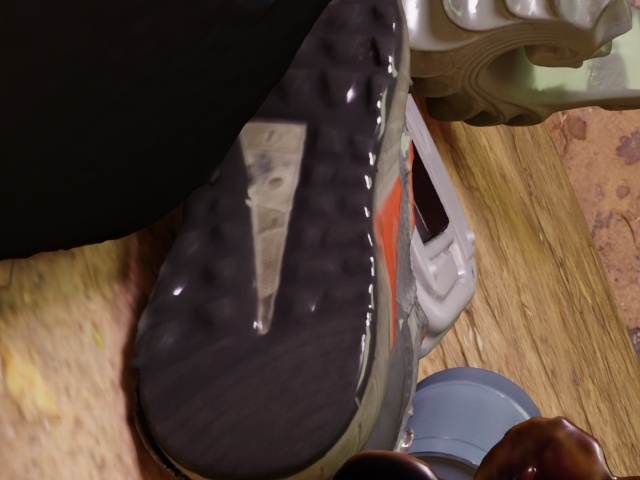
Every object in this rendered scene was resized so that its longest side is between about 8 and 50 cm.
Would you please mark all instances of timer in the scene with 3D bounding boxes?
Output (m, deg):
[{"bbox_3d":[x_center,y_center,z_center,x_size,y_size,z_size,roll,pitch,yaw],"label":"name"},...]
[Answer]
[{"bbox_3d":[0.018,-0.049,0.854,0.262,0.087,0.237,64,16,-1],"label":"timer"}]

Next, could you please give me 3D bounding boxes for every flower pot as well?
[{"bbox_3d":[0.209,-0.218,1.380,0.367,0.254,0.164,36,51,-64],"label":"flower pot"}]

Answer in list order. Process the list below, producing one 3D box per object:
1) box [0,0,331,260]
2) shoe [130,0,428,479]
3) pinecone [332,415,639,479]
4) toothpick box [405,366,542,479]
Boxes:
[{"bbox_3d":[-0.043,-0.142,0.380,0.091,0.359,0.350,34,12,10],"label":"box"},{"bbox_3d":[0.000,0.000,0.660,0.171,0.132,0.336,63,21,-48],"label":"shoe"},{"bbox_3d":[0.033,0.177,0.384,0.272,0.224,0.224,-18,85,-50],"label":"pinecone"},{"bbox_3d":[0.076,0.142,0.760,0.101,0.101,0.153,65,18,-6],"label":"toothpick box"}]
